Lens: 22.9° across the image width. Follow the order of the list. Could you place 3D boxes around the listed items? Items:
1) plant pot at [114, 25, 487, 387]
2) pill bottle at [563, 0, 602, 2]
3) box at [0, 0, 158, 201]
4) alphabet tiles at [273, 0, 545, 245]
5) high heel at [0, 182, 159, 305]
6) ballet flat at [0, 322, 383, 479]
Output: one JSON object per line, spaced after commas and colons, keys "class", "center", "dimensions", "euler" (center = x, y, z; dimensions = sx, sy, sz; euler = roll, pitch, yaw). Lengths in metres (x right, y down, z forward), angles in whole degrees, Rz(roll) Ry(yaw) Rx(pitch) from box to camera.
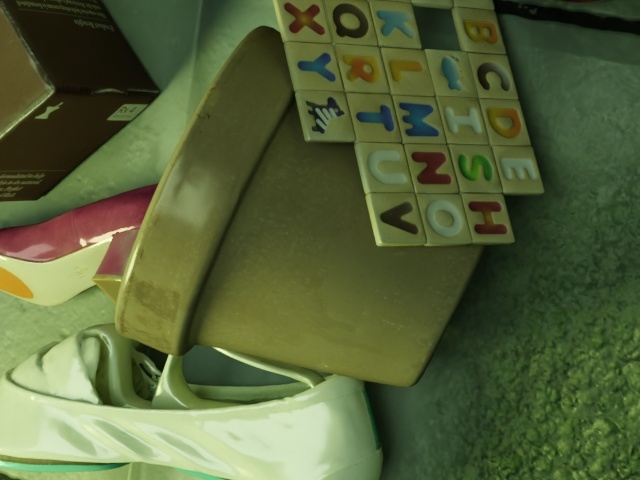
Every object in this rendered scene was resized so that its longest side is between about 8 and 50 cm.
{"class": "plant pot", "center": [0.000, 0.000, 1.205], "dimensions": [0.229, 0.263, 0.263], "euler": [26, 104, 4]}
{"class": "pill bottle", "center": [0.145, -0.262, 1.064], "dimensions": [0.181, 0.323, 0.181], "euler": [2, 94, 24]}
{"class": "box", "center": [-0.285, -0.159, 1.349], "dimensions": [0.167, 0.168, 0.203], "euler": [-37, 78, 21]}
{"class": "alphabet tiles", "center": [0.067, -0.106, 1.161], "dimensions": [0.009, 0.198, 0.237], "euler": [-39, 58, 52]}
{"class": "high heel", "center": [-0.217, -0.009, 1.397], "dimensions": [0.244, 0.082, 0.117], "euler": [0, 52, 41]}
{"class": "ballet flat", "center": [-0.138, 0.131, 1.318], "dimensions": [0.400, 0.139, 0.139], "euler": [5, 95, 18]}
